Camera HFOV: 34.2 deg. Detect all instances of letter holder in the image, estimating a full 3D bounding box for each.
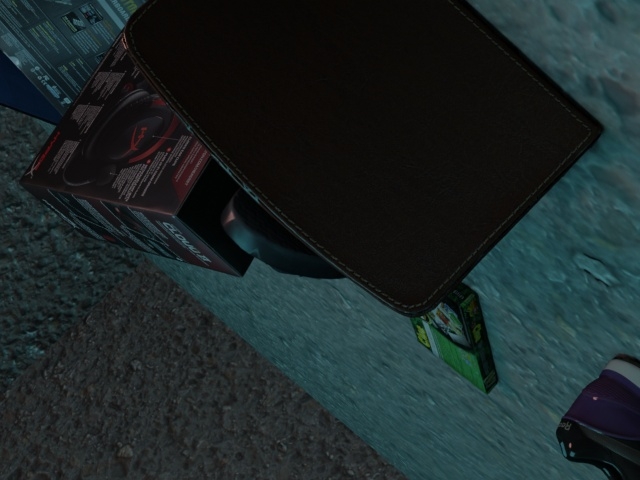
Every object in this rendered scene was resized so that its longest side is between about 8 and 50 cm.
[{"bbox_3d":[0.018,-0.091,0.808,0.302,0.214,0.152,44,167,7],"label":"letter holder"}]

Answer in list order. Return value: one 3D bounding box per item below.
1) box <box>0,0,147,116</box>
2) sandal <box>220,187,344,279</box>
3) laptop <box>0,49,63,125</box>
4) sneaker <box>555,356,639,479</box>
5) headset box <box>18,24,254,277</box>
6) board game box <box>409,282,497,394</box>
[{"bbox_3d":[-0.264,-0.248,1.142,0.231,0.183,0.056,52,-157,-45],"label":"box"},{"bbox_3d":[0.001,0.001,0.843,0.097,0.054,0.254,45,-161,18],"label":"sandal"},{"bbox_3d":[-0.412,-0.388,1.377,0.382,0.236,0.408,65,146,22],"label":"laptop"},{"bbox_3d":[0.353,0.252,0.999,0.283,0.124,0.107,41,167,19],"label":"sneaker"},{"bbox_3d":[-0.129,-0.097,1.022,0.293,0.218,0.110,11,155,43],"label":"headset box"},{"bbox_3d":[0.162,0.104,1.363,0.136,0.030,0.260,35,163,31],"label":"board game box"}]
